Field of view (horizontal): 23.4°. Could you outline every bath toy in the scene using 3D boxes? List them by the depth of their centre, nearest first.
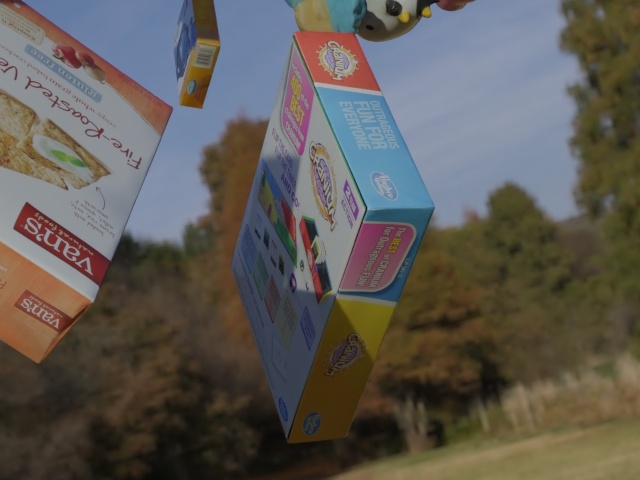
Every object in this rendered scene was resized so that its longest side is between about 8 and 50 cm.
[{"bbox_3d":[0.126,-0.298,1.599,0.348,0.151,0.129,-24,35,-33],"label":"bath toy"}]

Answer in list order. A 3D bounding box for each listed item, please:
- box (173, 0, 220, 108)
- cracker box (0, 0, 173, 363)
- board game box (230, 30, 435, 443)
[{"bbox_3d":[-0.130,-0.209,1.605,0.028,0.136,0.081,6,-51,-18],"label":"box"},{"bbox_3d":[-0.190,-0.051,0.948,0.067,0.156,0.232,-46,18,30],"label":"cracker box"},{"bbox_3d":[0.000,0.000,1.468,0.064,0.242,0.316,-2,-44,-21],"label":"board game box"}]
